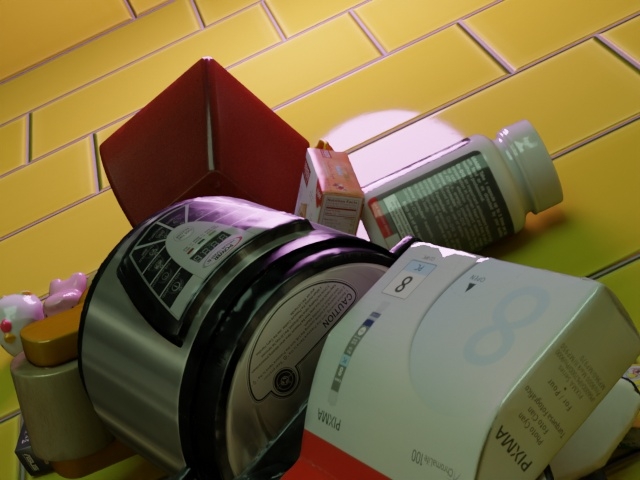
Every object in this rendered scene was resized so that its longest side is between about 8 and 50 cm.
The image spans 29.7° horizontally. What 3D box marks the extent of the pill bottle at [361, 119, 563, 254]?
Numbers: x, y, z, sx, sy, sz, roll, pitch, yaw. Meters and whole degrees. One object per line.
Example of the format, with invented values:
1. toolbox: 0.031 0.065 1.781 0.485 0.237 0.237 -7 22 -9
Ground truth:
1. pill bottle: 0.203 -0.057 1.782 0.283 0.161 0.161 -25 30 2

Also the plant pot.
1. plant pot: -0.184 -0.088 1.994 0.267 0.267 0.235 -37 35 20

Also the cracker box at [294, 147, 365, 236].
1. cracker box: 0.000 0.000 1.782 0.067 0.232 0.155 6 27 -13

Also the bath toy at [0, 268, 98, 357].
1. bath toy: -0.400 0.116 2.018 0.348 0.151 0.129 -18 66 14

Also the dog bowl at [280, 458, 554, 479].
1. dog bowl: 0.067 0.349 1.095 0.408 0.150 0.408 -31 26 17

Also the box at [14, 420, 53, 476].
1. box: -0.355 0.241 1.844 0.183 0.056 0.231 -19 31 9

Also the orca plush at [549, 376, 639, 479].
1. orca plush: 0.230 0.253 1.345 0.287 0.151 0.102 -51 -4 -6

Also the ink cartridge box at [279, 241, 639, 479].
1. ink cartridge box: 0.065 0.174 1.114 0.385 0.091 0.308 -45 24 -15

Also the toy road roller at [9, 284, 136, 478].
1. toy road roller: -0.291 0.161 1.691 0.330 0.202 0.241 -22 24 -32

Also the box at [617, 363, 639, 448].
1. box: 0.343 0.193 1.402 0.179 0.043 0.105 -3 38 31

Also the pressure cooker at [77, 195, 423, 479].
1. pressure cooker: -0.047 0.148 1.451 0.376 0.369 0.420 4 10 -38

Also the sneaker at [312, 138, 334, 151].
1. sneaker: -0.055 -0.127 2.186 0.175 0.067 0.064 -34 32 -10
